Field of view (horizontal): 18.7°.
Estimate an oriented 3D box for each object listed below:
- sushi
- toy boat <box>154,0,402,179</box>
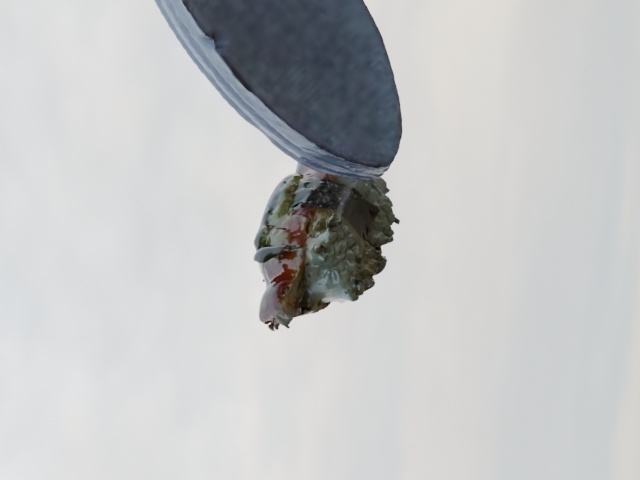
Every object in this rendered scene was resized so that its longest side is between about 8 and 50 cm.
[{"bbox_3d":[0.004,0.001,1.604,0.226,0.103,0.097,-65,-28,-46],"label":"sushi"},{"bbox_3d":[-0.031,-0.157,1.421,0.283,0.127,0.078,54,163,-15],"label":"toy boat"}]
